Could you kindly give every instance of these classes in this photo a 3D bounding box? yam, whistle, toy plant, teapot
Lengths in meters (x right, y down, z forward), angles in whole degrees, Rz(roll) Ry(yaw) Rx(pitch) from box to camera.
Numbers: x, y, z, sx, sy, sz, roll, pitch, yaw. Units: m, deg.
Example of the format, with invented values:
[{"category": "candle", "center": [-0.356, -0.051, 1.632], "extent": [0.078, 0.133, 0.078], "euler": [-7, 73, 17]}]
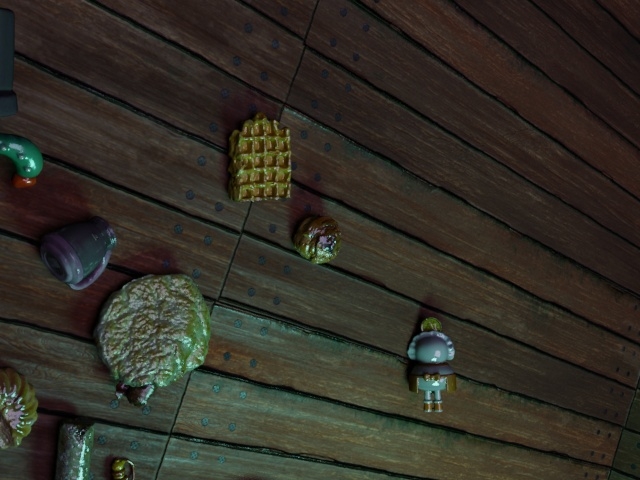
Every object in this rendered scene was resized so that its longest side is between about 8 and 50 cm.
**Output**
[{"category": "yam", "center": [-0.529, 0.469, 1.708], "extent": [0.078, 0.078, 0.179], "euler": [7, 94, -39]}, {"category": "whistle", "center": [-0.444, 0.547, 1.809], "extent": [0.057, 0.046, 0.109], "euler": [-1, 92, -23]}, {"category": "toy plant", "center": [-0.637, -0.225, 1.444], "extent": [0.279, 0.185, 0.401], "euler": [-2, 108, -47]}, {"category": "teapot", "center": [-0.484, 0.025, 1.647], "extent": [0.146, 0.116, 0.148], "euler": [-39, 116, -38]}]

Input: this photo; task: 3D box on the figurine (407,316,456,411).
[{"category": "figurine", "center": [0.324, 0.364, 2.328], "extent": [0.143, 0.143, 0.272], "euler": [-13, 107, -36]}]

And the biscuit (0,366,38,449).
[{"category": "biscuit", "center": [-0.630, 0.331, 1.615], "extent": [0.118, 0.061, 0.183], "euler": [-28, 113, -33]}]

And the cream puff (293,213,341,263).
[{"category": "cream puff", "center": [0.000, 0.000, 2.032], "extent": [0.119, 0.104, 0.133], "euler": [-50, 125, -29]}]

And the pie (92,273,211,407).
[{"category": "pie", "center": [-0.369, 0.205, 1.774], "extent": [0.274, 0.105, 0.257], "euler": [-33, 107, -30]}]

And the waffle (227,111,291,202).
[{"category": "waffle", "center": [-0.146, -0.201, 1.908], "extent": [0.160, 0.055, 0.211], "euler": [-9, 104, -38]}]
